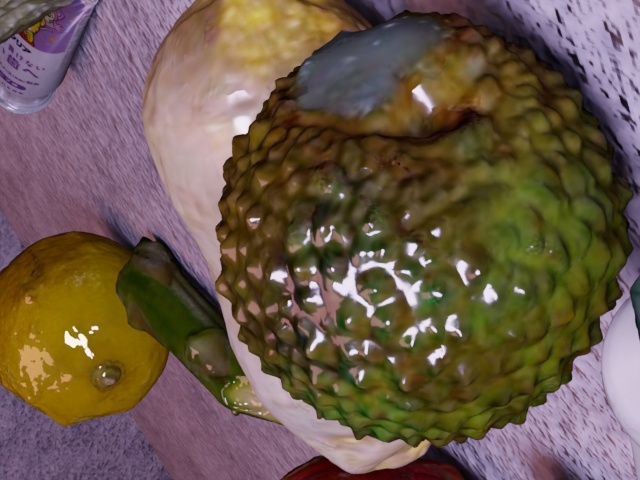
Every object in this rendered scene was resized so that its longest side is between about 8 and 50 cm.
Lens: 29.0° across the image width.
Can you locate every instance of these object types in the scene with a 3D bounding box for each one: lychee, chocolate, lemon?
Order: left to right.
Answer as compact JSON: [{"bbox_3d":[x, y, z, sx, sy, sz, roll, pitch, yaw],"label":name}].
[{"bbox_3d":[-0.305,0.106,1.563,0.288,0.234,0.233,40,159,50],"label":"lemon"},{"bbox_3d":[0.000,0.000,0.635,0.134,0.134,0.309,38,155,46],"label":"chocolate"},{"bbox_3d":[0.039,0.006,0.469,0.171,0.171,0.171,49,164,20],"label":"lychee"}]

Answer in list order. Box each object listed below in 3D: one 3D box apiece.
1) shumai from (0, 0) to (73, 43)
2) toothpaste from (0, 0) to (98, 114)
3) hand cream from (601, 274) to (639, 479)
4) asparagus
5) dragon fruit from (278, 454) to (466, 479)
[{"bbox_3d":[-0.277,-0.269,0.640,0.323,0.324,0.397,68,160,6],"label":"shumai"},{"bbox_3d":[-0.251,-0.194,1.092,0.114,0.073,0.299,54,157,2],"label":"toothpaste"},{"bbox_3d":[0.167,0.111,0.508,0.121,0.076,0.336,45,168,37],"label":"hand cream"},{"bbox_3d":[-0.125,0.100,1.298,0.343,0.085,0.082,43,137,43],"label":"asparagus"},{"bbox_3d":[0.039,0.262,0.884,0.241,0.241,0.252,56,156,-3],"label":"dragon fruit"}]
